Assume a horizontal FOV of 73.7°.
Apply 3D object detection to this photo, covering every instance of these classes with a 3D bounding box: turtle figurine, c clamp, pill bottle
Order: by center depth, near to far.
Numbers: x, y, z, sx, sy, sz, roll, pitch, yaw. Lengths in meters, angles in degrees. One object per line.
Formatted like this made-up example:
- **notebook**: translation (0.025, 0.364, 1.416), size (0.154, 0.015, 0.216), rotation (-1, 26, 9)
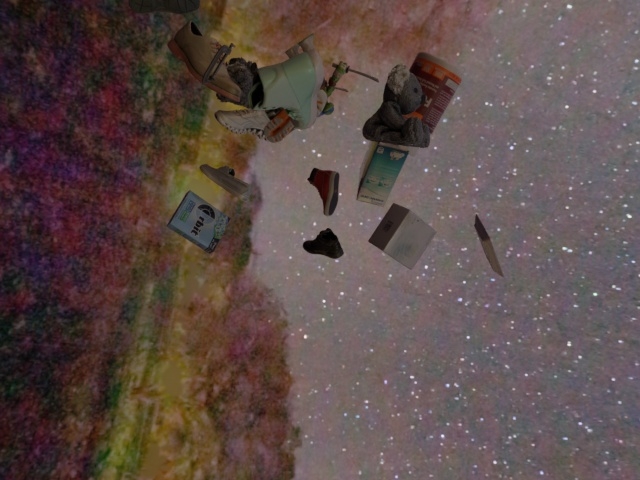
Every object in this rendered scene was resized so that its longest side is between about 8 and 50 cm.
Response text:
- **c clamp**: translation (-0.327, -0.571, 1.379), size (0.161, 0.022, 0.137), rotation (-53, -171, 10)
- **turtle figurine**: translation (0.016, -0.617, 1.562), size (0.274, 0.266, 0.198), rotation (-33, -157, 3)
- **pill bottle**: translation (0.426, -0.585, 1.861), size (0.392, 0.224, 0.224), rotation (-63, -159, 18)

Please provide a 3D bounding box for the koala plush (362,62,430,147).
- **koala plush**: translation (0.236, -0.405, 1.289), size (0.196, 0.203, 0.222), rotation (-19, 119, -66)

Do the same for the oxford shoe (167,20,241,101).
- **oxford shoe**: translation (-0.418, -0.675, 1.595), size (0.146, 0.397, 0.140), rotation (-49, 165, 17)

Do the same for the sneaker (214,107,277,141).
- **sneaker**: translation (-0.286, -0.481, 1.684), size (0.110, 0.292, 0.118), rotation (50, -59, 27)

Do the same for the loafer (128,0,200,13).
- **loafer**: translation (-0.617, -0.948, 1.686), size (0.084, 0.267, 0.096), rotation (-127, -150, -52)

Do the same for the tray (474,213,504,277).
- **tray**: translation (0.661, 0.029, 1.685), size (0.030, 0.270, 0.145), rotation (-25, -138, 15)

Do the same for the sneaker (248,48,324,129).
- **sneaker**: translation (-0.085, -0.307, 0.923), size (0.256, 0.151, 0.094), rotation (116, -46, -76)

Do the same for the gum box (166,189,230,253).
- **gum box**: translation (-0.440, -0.067, 1.556), size (0.041, 0.184, 0.157), rotation (-24, -141, 47)

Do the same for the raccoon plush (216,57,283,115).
- **raccoon plush**: translation (-0.273, -0.664, 1.892), size (0.299, 0.446, 0.216), rotation (-125, -131, -57)

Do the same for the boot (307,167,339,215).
- **boot**: translation (0.004, -0.260, 2.281), size (0.088, 0.176, 0.245), rotation (-21, 120, -57)

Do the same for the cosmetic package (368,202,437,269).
- **cosmetic package**: translation (0.392, -0.017, 2.031), size (0.224, 0.224, 0.138), rotation (-57, -146, 2)

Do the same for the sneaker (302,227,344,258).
- **sneaker**: translation (0.000, 0.000, 1.899), size (0.227, 0.087, 0.130), rotation (12, -55, 48)

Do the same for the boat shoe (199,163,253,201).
- **boat shoe**: translation (-0.340, -0.228, 1.562), size (0.081, 0.227, 0.079), rotation (-55, 166, -1)

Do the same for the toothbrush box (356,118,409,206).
- **toothbrush box**: translation (0.246, -0.317, 1.698), size (0.296, 0.126, 0.216), rotation (107, -5, -50)

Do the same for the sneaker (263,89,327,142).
- **sneaker**: translation (-0.072, -0.368, 1.234), size (0.214, 0.084, 0.083), rotation (-28, -162, 23)
